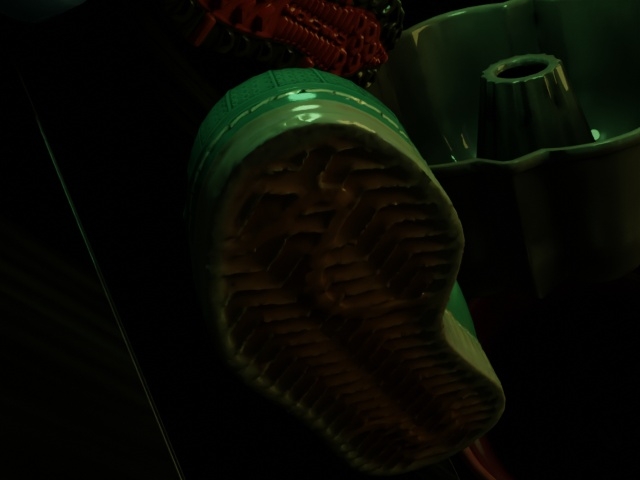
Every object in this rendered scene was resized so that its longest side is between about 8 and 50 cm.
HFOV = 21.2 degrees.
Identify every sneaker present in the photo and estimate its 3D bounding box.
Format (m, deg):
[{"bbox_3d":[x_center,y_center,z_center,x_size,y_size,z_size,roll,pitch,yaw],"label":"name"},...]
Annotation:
[{"bbox_3d":[0.000,0.000,0.725,0.302,0.108,0.121,64,1,-61],"label":"sneaker"},{"bbox_3d":[-0.060,-0.161,1.005,0.125,0.104,0.262,33,-1,33],"label":"sneaker"}]

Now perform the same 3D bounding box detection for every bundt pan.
[{"bbox_3d":[0.148,-0.063,1.171,0.331,0.330,0.124,-100,176,-67],"label":"bundt pan"}]

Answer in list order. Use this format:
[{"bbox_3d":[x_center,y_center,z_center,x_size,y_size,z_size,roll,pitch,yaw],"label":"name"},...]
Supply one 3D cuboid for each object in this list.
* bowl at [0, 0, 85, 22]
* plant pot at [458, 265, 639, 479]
[{"bbox_3d":[-0.171,-0.270,0.632,0.391,0.077,0.391,60,8,-13],"label":"bowl"},{"bbox_3d":[0.198,0.117,1.228,0.201,0.201,0.180,65,6,24],"label":"plant pot"}]
